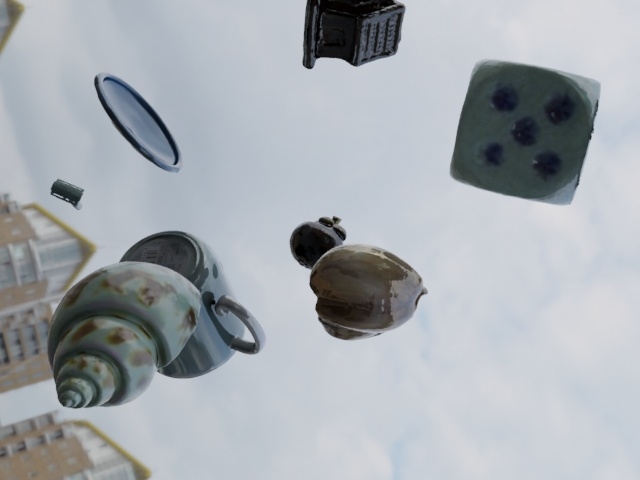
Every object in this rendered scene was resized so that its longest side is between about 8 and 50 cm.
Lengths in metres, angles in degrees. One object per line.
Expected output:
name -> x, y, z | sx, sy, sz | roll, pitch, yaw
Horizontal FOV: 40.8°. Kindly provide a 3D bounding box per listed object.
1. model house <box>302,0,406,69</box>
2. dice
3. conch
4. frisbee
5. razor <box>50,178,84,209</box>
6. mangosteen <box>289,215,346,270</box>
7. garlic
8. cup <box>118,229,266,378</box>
model house -> 0.054, -0.348, 1.305 | 0.106, 0.152, 0.165 | -88, -176, -61
dice -> 0.423, -0.227, 1.792 | 0.262, 0.268, 0.264 | 14, -79, 13
conch -> -0.348, 0.164, 1.480 | 0.197, 0.249, 0.368 | 65, 16, -44
frisbee -> -0.431, -0.266, 2.004 | 0.289, 0.049, 0.289 | 50, 13, -16
razor -> -0.537, -0.088, 1.869 | 0.135, 0.068, 0.040 | 109, 5, -76
mangosteen -> 0.000, 0.000, 2.053 | 0.137, 0.151, 0.137 | 32, -22, 14
garlic -> 0.087, 0.108, 1.680 | 0.110, 0.228, 0.217 | -70, 147, -55
cup -> -0.286, 0.150, 1.957 | 0.357, 0.259, 0.274 | 16, -34, 27
